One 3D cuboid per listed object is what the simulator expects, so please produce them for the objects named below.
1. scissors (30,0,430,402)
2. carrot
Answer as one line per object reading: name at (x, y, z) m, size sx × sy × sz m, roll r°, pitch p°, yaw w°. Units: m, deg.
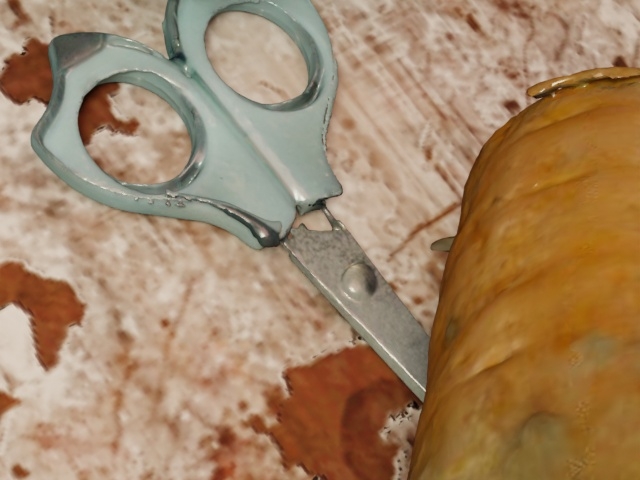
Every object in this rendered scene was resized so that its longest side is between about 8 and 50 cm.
scissors at (0.000, -0.001, 0.767) m, size 0.191 × 0.029 × 0.360 m, roll -34°, pitch 75°, yaw -28°
carrot at (0.149, 0.099, 0.621) m, size 0.224 × 0.224 × 0.341 m, roll 18°, pitch 39°, yaw -6°
